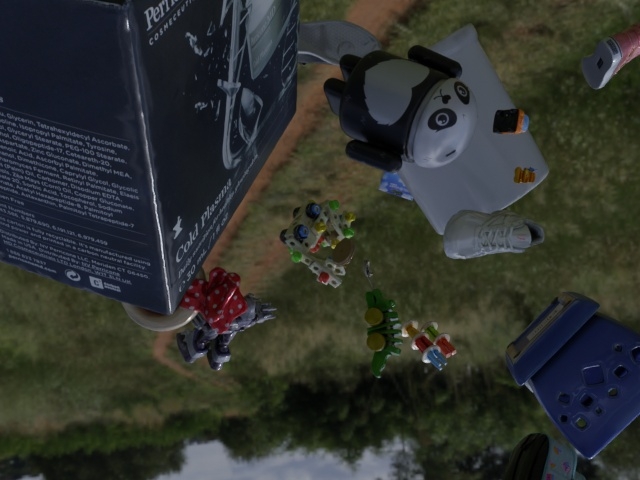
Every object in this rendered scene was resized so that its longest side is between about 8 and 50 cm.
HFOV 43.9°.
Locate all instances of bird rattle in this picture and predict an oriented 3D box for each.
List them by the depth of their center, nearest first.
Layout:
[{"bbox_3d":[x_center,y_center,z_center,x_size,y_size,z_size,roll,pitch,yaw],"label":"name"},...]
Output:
[{"bbox_3d":[-0.268,0.078,1.472,0.207,0.253,0.143,-36,-179,6],"label":"bird rattle"}]

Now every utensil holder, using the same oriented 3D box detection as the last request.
[{"bbox_3d":[0.303,-0.251,1.853,0.328,0.385,0.327,-31,-175,3],"label":"utensil holder"}]

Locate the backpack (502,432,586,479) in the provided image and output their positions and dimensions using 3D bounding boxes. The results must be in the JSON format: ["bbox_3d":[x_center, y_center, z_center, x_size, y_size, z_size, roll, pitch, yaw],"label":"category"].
[{"bbox_3d":[0.448,0.492,1.609,0.145,0.188,0.166,21,152,-9],"label":"backpack"}]

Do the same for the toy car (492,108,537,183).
[{"bbox_3d":[0.273,-0.129,1.113,0.041,0.122,0.060,6,166,-24],"label":"toy car"}]

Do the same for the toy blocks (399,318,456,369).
[{"bbox_3d":[0.276,0.256,1.916,0.123,0.054,0.148,8,-152,-36],"label":"toy blocks"}]

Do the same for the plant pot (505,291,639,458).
[{"bbox_3d":[0.484,0.228,1.481,0.236,0.212,0.236,-47,174,7],"label":"plant pot"}]

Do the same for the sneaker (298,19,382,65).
[{"bbox_3d":[-0.003,-0.463,1.890,0.296,0.104,0.147,5,-175,0],"label":"sneaker"}]

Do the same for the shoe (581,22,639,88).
[{"bbox_3d":[0.515,-0.320,1.382,0.081,0.063,0.178,-26,172,2],"label":"shoe"}]

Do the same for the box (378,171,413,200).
[{"bbox_3d":[0.237,-0.204,2.198,0.109,0.042,0.178,18,130,-2],"label":"box"}]

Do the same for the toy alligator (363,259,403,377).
[{"bbox_3d":[0.098,0.115,1.226,0.051,0.189,0.056,-9,159,15],"label":"toy alligator"}]

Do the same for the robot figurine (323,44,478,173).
[{"bbox_3d":[0.144,-0.240,1.427,0.278,0.209,0.174,27,-156,23],"label":"robot figurine"}]

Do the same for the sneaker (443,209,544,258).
[{"bbox_3d":[0.328,-0.013,1.473,0.232,0.090,0.115,-13,-165,-36],"label":"sneaker"}]

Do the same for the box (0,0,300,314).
[{"bbox_3d":[-0.236,-0.251,1.050,0.298,0.479,0.471,16,139,12],"label":"box"}]

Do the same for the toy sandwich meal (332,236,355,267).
[{"bbox_3d":[0.063,0.032,2.034,0.086,0.085,0.029,-13,145,43],"label":"toy sandwich meal"}]

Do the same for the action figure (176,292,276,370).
[{"bbox_3d":[-0.214,0.187,1.748,0.185,0.099,0.285,6,146,-33],"label":"action figure"}]

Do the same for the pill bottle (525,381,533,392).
[{"bbox_3d":[0.518,0.248,1.763,0.184,0.103,0.103,-39,164,9],"label":"pill bottle"}]

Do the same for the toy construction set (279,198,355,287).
[{"bbox_3d":[0.000,0.000,2.372,0.151,0.215,0.327,-26,-153,26],"label":"toy construction set"}]
